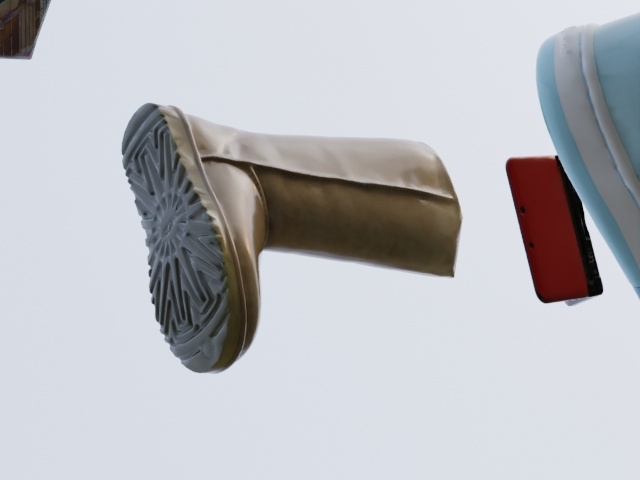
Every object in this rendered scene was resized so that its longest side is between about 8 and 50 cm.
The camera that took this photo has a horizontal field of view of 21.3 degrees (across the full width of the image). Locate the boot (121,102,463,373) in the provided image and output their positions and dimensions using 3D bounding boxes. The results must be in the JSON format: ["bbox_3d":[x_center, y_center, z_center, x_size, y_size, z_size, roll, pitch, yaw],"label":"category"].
[{"bbox_3d":[0.000,0.000,1.287,0.269,0.236,0.089,8,-37,-35],"label":"boot"}]

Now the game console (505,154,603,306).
[{"bbox_3d":[0.215,-0.006,1.658,0.085,0.124,0.144,-10,-98,-14],"label":"game console"}]

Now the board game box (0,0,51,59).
[{"bbox_3d":[-0.149,-0.183,0.640,0.165,0.042,0.243,-4,-52,-45],"label":"board game box"}]

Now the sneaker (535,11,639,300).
[{"bbox_3d":[0.287,-0.022,1.023,0.319,0.208,0.127,53,-151,-28],"label":"sneaker"}]
